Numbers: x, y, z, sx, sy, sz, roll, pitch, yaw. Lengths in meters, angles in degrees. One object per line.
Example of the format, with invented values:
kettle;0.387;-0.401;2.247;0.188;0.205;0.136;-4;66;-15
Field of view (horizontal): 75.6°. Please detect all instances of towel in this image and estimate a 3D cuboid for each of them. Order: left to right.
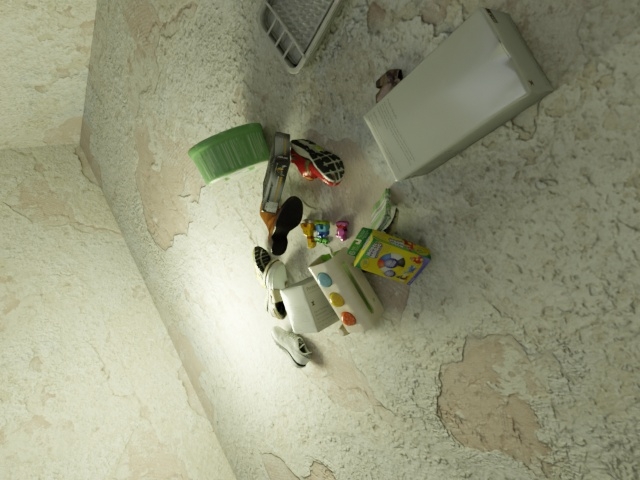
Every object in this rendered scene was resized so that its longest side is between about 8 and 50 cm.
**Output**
towel;0.178;-0.079;1.259;0.023;0.152;0.113;23;131;-12

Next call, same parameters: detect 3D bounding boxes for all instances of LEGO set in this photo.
LEGO set;-0.004;-0.021;1.504;0.227;0.087;0.093;7;109;47

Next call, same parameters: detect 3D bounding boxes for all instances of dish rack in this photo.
dish rack;-0.057;-0.739;1.307;0.286;0.072;0.333;59;137;15

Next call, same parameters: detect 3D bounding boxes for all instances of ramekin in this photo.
ramekin;-0.341;-0.326;1.603;0.303;0.303;0.148;-15;101;48

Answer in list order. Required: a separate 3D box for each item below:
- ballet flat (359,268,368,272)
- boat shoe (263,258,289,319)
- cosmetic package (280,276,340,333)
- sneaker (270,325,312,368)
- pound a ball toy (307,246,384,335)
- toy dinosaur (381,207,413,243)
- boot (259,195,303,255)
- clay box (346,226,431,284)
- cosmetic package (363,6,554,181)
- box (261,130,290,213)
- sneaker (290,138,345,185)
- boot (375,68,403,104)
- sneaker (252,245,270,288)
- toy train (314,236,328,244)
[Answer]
ballet flat;0.163;0.083;1.401;0.173;0.049;0.058;-4;115;41
boat shoe;-0.175;0.213;1.764;0.103;0.113;0.302;35;138;32
cosmetic package;-0.032;0.242;1.581;0.151;0.151;0.184;-17;93;48
sneaker;-0.126;0.450;1.823;0.235;0.090;0.095;40;118;25
pound a ball toy;0.066;0.204;1.429;0.208;0.135;0.319;-20;104;46
toy dinosaur;0.211;0.008;1.282;0.118;0.064;0.268;39;146;1
boot;-0.160;-0.123;1.613;0.280;0.096;0.264;-113;31;-46
clay box;0.199;0.048;1.233;0.053;0.222;0.127;-86;18;-48
cosmetic package;0.312;-0.330;1.002;0.385;0.156;0.217;-30;82;47
box;-0.159;-0.239;1.465;0.183;0.056;0.231;-95;20;-47
sneaker;-0.014;-0.253;1.431;0.279;0.107;0.118;47;140;39
boot;0.201;-0.422;1.171;0.087;0.042;0.119;-4;102;45
sneaker;-0.267;0.128;1.845;0.094;0.081;0.209;-11;97;50
toy train;0.000;0.000;1.559;0.083;0.017;0.024;10;102;45
